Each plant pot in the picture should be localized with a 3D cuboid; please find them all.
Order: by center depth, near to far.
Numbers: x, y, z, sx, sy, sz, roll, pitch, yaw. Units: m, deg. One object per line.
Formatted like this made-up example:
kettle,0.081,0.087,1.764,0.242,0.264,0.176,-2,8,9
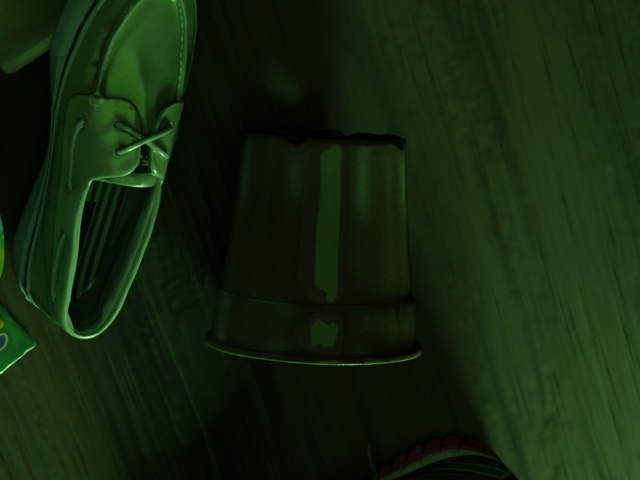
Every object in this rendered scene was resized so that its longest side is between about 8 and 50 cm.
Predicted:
plant pot,0.000,0.000,1.505,0.167,0.167,0.165,2,96,-16

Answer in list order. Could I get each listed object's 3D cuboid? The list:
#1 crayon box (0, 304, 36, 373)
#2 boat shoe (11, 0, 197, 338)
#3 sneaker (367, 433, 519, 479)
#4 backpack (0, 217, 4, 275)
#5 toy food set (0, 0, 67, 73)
crayon box,-0.378,0.035,1.441,0.203,0.083,0.323,-40,112,-2
boat shoe,-0.144,-0.070,1.441,0.109,0.094,0.302,-2,120,-35
sneaker,0.026,0.251,1.598,0.299,0.112,0.121,-26,110,-7
backpack,-0.379,0.040,1.273,0.355,0.273,0.290,-24,108,25
toy food set,-0.222,-0.298,1.391,0.219,0.092,0.306,-36,111,-4
